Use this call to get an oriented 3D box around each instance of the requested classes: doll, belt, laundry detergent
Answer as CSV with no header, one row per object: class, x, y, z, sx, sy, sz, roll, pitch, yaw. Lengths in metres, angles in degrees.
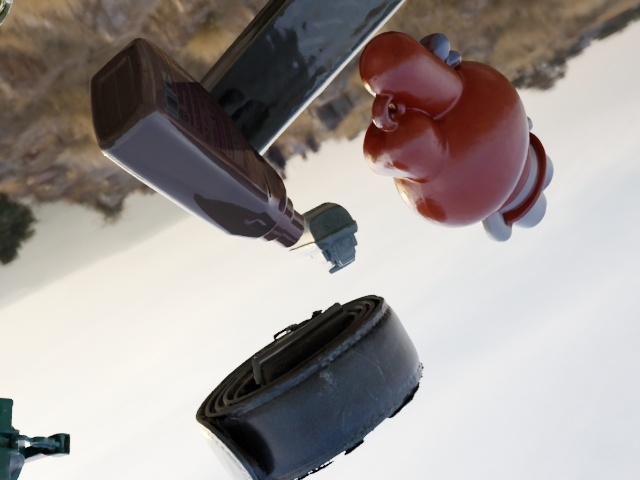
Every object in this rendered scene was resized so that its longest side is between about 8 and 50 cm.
doll,0.127,-0.091,0.920,0.130,0.161,0.290,8,169,43
belt,-0.015,0.145,0.972,0.206,0.116,0.267,-26,-174,30
laundry detergent,-0.110,-0.091,0.942,0.076,0.237,0.171,-37,-136,19

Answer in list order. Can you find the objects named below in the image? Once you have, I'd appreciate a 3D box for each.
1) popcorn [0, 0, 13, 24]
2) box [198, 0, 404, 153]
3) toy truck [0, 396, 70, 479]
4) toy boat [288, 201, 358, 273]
popcorn,-0.412,-0.263,0.952,0.235,0.241,0.250,-19,177,-33
box,-0.010,-0.243,1.157,0.396,0.111,0.396,-43,-170,27
toy truck,-0.548,0.343,1.507,0.178,0.176,0.363,18,146,-39
toy boat,0.000,0.000,1.290,0.078,0.085,0.260,-29,-178,-9
